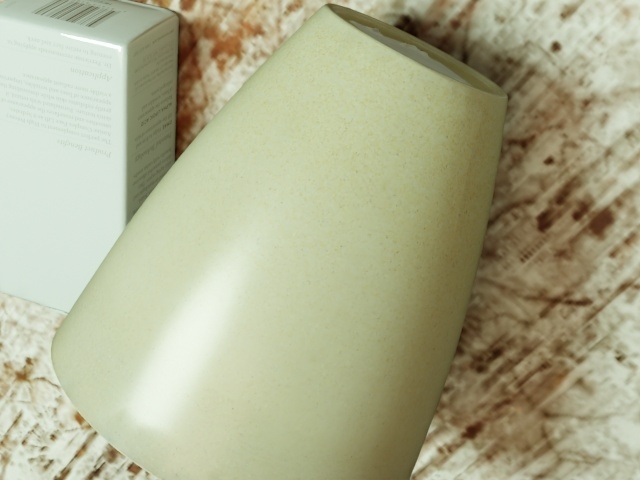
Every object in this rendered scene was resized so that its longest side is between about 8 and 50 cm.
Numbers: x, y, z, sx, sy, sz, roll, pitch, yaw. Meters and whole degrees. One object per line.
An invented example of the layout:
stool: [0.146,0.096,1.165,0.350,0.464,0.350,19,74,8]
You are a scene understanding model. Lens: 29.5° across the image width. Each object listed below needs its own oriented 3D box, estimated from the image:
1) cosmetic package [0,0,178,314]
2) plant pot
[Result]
cosmetic package: [-0.175,-0.061,0.903,0.117,0.085,0.231,16,122,17]
plant pot: [0.000,0.000,0.778,0.256,0.256,0.274,30,107,8]
